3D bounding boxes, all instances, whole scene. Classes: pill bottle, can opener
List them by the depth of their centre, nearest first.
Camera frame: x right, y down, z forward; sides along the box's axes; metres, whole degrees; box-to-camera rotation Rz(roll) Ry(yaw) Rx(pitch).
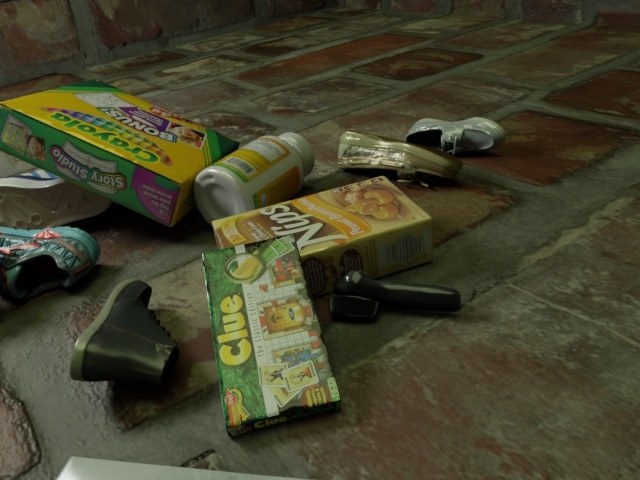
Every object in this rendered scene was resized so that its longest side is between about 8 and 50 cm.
[{"bbox_3d":[0.105,0.079,0.819,0.186,0.073,0.059,1,-8,9],"label":"can opener"},{"bbox_3d":[-0.118,-0.123,1.128,0.136,0.136,0.245,12,35,31],"label":"pill bottle"}]

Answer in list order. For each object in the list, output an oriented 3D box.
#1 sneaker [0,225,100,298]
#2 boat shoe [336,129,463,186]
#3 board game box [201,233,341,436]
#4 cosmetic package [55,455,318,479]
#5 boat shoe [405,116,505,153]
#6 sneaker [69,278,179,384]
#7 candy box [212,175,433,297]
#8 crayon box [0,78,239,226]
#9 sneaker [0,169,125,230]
[{"bbox_3d":[-0.520,0.040,0.974,0.262,0.104,0.125,-7,33,3],"label":"sneaker"},{"bbox_3d":[0.160,-0.165,1.204,0.285,0.089,0.104,21,14,37],"label":"boat shoe"},{"bbox_3d":[-0.071,0.107,0.734,0.136,0.030,0.260,-14,51,-5],"label":"board game box"},{"bbox_3d":[-0.121,0.292,0.404,0.224,0.138,0.224,-1,30,14],"label":"cosmetic package"},{"bbox_3d":[0.291,-0.223,1.278,0.227,0.079,0.081,13,45,40],"label":"boat shoe"},{"bbox_3d":[-0.244,0.130,0.796,0.118,0.083,0.222,12,23,-4],"label":"sneaker"},{"bbox_3d":[0.000,0.000,0.932,0.316,0.087,0.183,-15,31,-14],"label":"candy box"},{"bbox_3d":[-0.389,-0.194,1.170,0.363,0.106,0.313,24,25,1],"label":"crayon box"},{"bbox_3d":[-0.571,-0.108,1.236,0.322,0.130,0.236,-11,23,-1],"label":"sneaker"}]
